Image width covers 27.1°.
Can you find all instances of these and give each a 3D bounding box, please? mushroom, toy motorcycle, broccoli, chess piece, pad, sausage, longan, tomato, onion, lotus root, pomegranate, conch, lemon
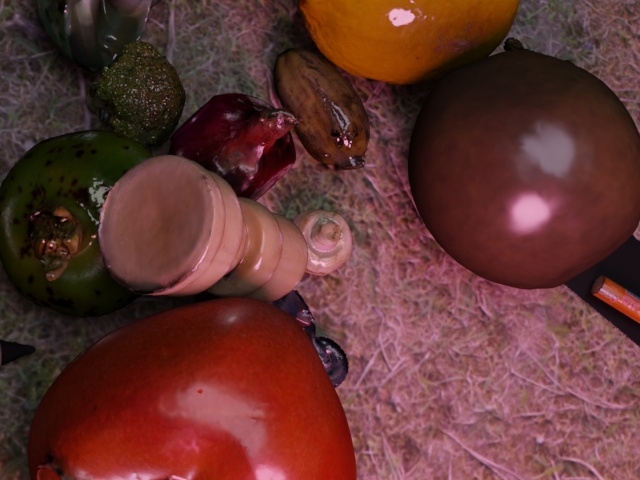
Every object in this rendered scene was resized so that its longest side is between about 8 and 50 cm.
[{"bbox_3d":[0.000,0.000,1.610,0.083,0.067,0.084,9,64,-18],"label":"mushroom"},{"bbox_3d":[-0.065,0.105,1.547,0.213,0.082,0.122,47,64,2],"label":"toy motorcycle"},{"bbox_3d":[-0.218,-0.168,1.567,0.120,0.130,0.131,6,76,26],"label":"broccoli"},{"bbox_3d":[-0.107,0.005,1.407,0.142,0.261,0.143,-5,78,26],"label":"chess piece"},{"bbox_3d":[0.414,0.062,1.770,0.190,0.004,0.127,40,66,-5],"label":"pad"},{"bbox_3d":[0.406,0.084,1.741,0.107,0.031,0.031,32,66,-7],"label":"sausage"},{"bbox_3d":[0.247,-0.089,1.613,0.297,0.297,0.297,5,72,-17],"label":"longan"},{"bbox_3d":[-0.127,0.218,1.384,0.341,0.341,0.273,32,36,-8],"label":"tomato"},{"bbox_3d":[-0.101,-0.113,1.543,0.135,0.198,0.173,38,48,2],"label":"onion"},{"bbox_3d":[0.005,-0.164,1.654,0.179,0.089,0.080,61,25,10],"label":"lotus root"},{"bbox_3d":[-0.261,-0.018,1.435,0.211,0.263,0.211,1,93,10],"label":"pomegranate"},{"bbox_3d":[-0.258,-0.308,1.588,0.188,0.122,0.176,-33,105,-22],"label":"conch"},{"bbox_3d":[0.109,-0.319,1.646,0.283,0.260,0.261,-9,76,-2],"label":"lemon"}]

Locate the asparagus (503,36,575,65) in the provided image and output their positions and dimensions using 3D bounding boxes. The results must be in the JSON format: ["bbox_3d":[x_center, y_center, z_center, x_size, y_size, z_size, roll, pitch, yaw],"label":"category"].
[{"bbox_3d":[0.287,-0.236,1.741,0.236,0.034,0.027,6,69,-56],"label":"asparagus"}]

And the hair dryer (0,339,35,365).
[{"bbox_3d":[-0.453,0.123,1.375,0.344,0.189,0.107,-6,75,-36],"label":"hair dryer"}]
